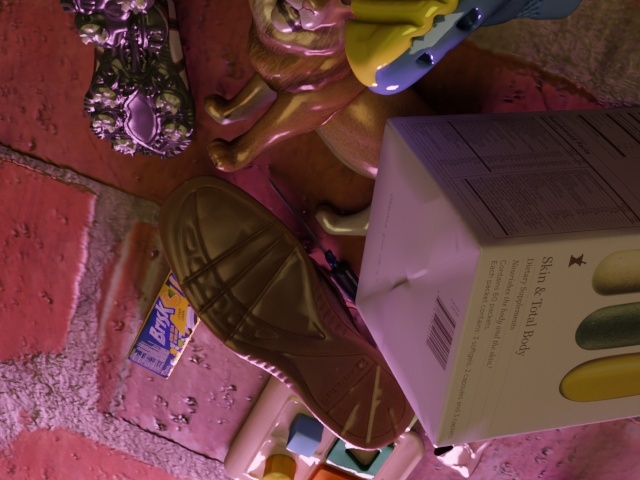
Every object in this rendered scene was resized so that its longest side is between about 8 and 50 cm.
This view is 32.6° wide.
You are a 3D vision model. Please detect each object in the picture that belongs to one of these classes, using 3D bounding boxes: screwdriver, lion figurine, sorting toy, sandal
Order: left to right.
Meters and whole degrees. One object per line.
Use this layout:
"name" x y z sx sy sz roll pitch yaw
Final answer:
"sorting toy" -0.002 0.262 1.281 0.196 0.047 0.347 26 125 -4
"screwdriver" 0.000 0.000 1.131 0.025 0.024 0.170 -34 105 -2
"lion figurine" 0.051 -0.100 1.000 0.240 0.142 0.392 -33 124 21
"sandal" 0.157 -0.217 0.838 0.317 0.126 0.138 -41 125 0

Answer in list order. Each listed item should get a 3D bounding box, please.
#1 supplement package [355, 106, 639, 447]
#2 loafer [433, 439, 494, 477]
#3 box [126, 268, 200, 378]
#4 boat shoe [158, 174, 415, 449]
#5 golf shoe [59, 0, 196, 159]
"supplement package" 0.195 0.022 0.926 0.263 0.198 0.199 -5 126 -18
"loafer" 0.163 0.204 1.198 0.050 0.056 0.148 14 125 -3
"box" -0.151 0.067 1.182 0.054 0.059 0.169 27 124 -7
"boat shoe" -0.038 0.067 1.111 0.123 0.123 0.342 -44 108 1
"golf shoe" -0.161 -0.181 1.006 0.105 0.120 0.273 7 146 2
